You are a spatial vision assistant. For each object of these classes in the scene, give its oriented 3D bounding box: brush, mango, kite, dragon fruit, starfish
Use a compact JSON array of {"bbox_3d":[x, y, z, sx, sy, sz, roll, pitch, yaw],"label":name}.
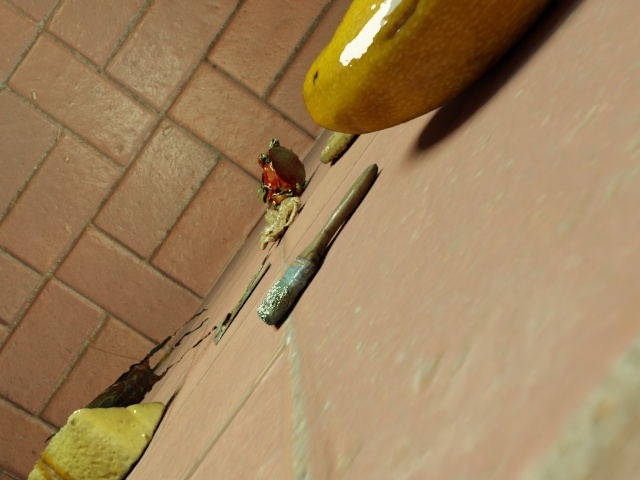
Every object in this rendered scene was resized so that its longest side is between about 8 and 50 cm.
[{"bbox_3d":[0.000,0.000,0.545,0.196,0.021,0.070,-55,10,-7],"label":"brush"},{"bbox_3d":[0.098,-0.185,0.407,0.294,0.120,0.177,-52,16,29],"label":"mango"},{"bbox_3d":[-0.300,0.231,0.985,0.285,0.015,0.152,-42,-23,-27],"label":"kite"},{"bbox_3d":[-0.103,-0.151,1.350,0.174,0.139,0.142,-64,27,22],"label":"dragon fruit"},{"bbox_3d":[-0.091,-0.042,1.129,0.150,0.053,0.209,-56,9,25],"label":"starfish"},{"bbox_3d":[-0.144,0.101,0.998,0.229,0.012,0.250,-46,10,40],"label":"kite"}]

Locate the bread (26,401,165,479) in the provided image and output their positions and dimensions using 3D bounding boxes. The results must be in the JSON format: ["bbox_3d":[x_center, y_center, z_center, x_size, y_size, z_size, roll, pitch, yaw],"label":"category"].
[{"bbox_3d":[-0.382,0.382,0.912,0.266,0.178,0.141,-55,39,21],"label":"bread"}]

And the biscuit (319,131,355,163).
[{"bbox_3d":[0.056,-0.218,1.047,0.290,0.038,0.141,-43,15,55],"label":"biscuit"}]
